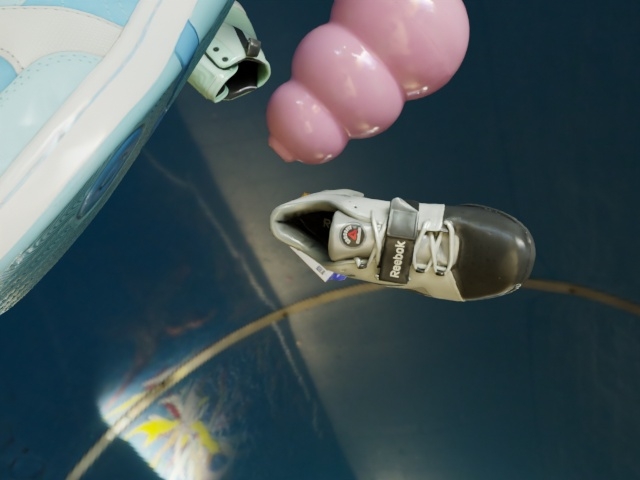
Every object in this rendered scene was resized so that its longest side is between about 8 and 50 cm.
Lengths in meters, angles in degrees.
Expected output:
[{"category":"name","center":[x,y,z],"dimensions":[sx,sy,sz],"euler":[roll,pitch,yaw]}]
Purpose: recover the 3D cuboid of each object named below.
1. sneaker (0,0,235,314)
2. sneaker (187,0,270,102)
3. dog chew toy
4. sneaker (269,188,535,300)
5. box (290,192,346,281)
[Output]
[{"category":"sneaker","center":[-0.162,-0.125,0.419],"dimensions":[0.208,0.319,0.127],"euler":[31,-37,-12]},{"category":"sneaker","center":[-0.181,-0.229,1.020],"dimensions":[0.256,0.151,0.094],"euler":[-9,-41,-28]},{"category":"dog chew toy","center":[0.054,-0.243,1.234],"dimensions":[0.206,0.332,0.206],"euler":[45,2,-2]},{"category":"sneaker","center":[0.083,0.008,1.027],"dimensions":[0.330,0.122,0.146],"euler":[8,8,33]},{"category":"box","center":[0.000,0.000,1.343],"dimensions":[0.136,0.028,0.081],"euler":[44,-76,14]}]
